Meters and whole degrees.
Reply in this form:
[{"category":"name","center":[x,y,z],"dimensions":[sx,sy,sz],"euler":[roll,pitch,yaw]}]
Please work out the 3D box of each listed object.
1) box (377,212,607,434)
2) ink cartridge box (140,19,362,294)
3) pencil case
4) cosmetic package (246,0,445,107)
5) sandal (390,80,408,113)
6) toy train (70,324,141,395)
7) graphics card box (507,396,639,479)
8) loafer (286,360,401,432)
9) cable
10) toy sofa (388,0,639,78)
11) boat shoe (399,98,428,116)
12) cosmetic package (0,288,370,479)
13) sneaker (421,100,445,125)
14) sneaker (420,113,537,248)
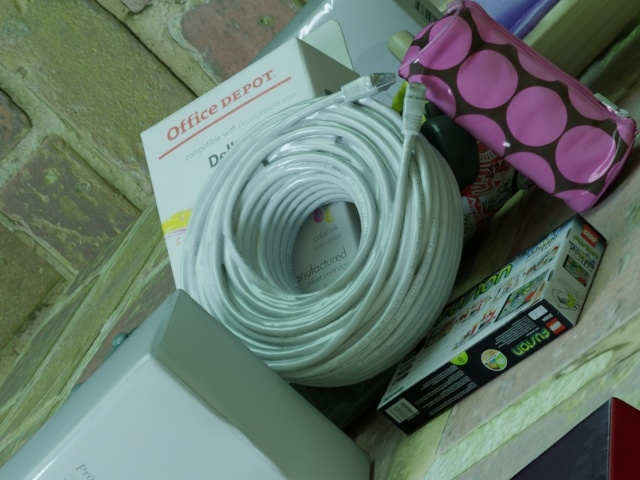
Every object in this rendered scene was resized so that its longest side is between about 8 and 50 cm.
[{"category":"box","center":[0.138,0.069,1.520],"dimensions":[0.207,0.036,0.114],"euler":[-39,14,41]},{"category":"ink cartridge box","center":[-0.046,-0.047,1.795],"dimensions":[0.207,0.119,0.353],"euler":[-30,59,25]},{"category":"pencil case","center":[0.172,-0.121,1.602],"dimensions":[0.098,0.209,0.095],"euler":[-54,1,29]},{"category":"cosmetic package","center":[0.056,-0.194,2.267],"dimensions":[0.225,0.224,0.138],"euler":[-44,12,19]},{"category":"sandal","center":[0.207,-0.197,2.007],"dimensions":[0.317,0.126,0.138],"euler":[-36,7,20]},{"category":"toy train","center":[-0.200,0.205,2.136],"dimensions":[0.190,0.142,0.334],"euler":[-20,28,48]},{"category":"graphics card box","center":[0.054,0.268,1.002],"dimensions":[0.371,0.094,0.233],"euler":[-44,12,25]},{"category":"loafer","center":[0.002,0.148,1.704],"dimensions":[0.267,0.096,0.084],"euler":[-39,-23,31]},{"category":"cable","center":[0.000,0.000,1.619],"dimensions":[0.257,0.089,0.257],"euler":[-13,67,29]},{"category":"toy sofa","center":[0.239,-0.265,1.798],"dimensions":[0.362,0.150,0.177],"euler":[-46,-29,10]},{"category":"boat shoe","center":[0.082,-0.076,1.991],"dimensions":[0.228,0.080,0.076],"euler":[118,146,-40]},{"category":"cosmetic package","center":[-0.194,0.285,1.549],"dimensions":[0.453,0.230,0.161],"euler":[-44,11,16]},{"category":"sneaker","center":[0.080,-0.062,1.877],"dimensions":[0.208,0.094,0.081],"euler":[101,163,-53]},{"category":"sneaker","center":[0.155,-0.047,1.768],"dimensions":[0.145,0.090,0.270],"euler":[-18,-24,-16]}]
